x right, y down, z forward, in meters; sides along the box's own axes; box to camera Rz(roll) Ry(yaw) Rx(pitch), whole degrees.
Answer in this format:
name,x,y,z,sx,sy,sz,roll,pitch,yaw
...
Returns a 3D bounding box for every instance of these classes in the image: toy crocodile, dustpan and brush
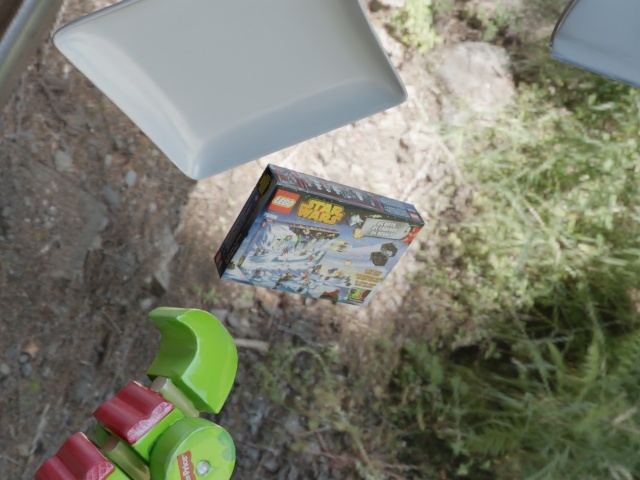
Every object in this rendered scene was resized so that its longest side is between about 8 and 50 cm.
name,x,y,z,sx,sy,sz,roll,pitch,yaw
toy crocodile,-0.177,0.200,0.623,0.340,0.115,0.105,-51,129,-22
dustpan and brush,0.317,-0.242,0.773,0.060,0.147,0.211,12,100,-80

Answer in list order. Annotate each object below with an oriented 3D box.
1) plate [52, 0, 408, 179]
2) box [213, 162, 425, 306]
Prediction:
name,x,y,z,sx,sy,sz,roll,pitch,yaw
plate,-0.079,-0.186,0.837,0.277,0.278,0.045,49,26,-56
box,0.000,0.000,0.624,0.137,0.027,0.094,14,124,-32
